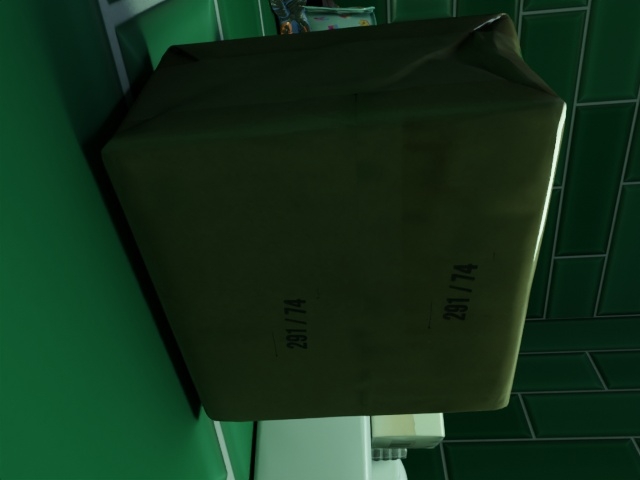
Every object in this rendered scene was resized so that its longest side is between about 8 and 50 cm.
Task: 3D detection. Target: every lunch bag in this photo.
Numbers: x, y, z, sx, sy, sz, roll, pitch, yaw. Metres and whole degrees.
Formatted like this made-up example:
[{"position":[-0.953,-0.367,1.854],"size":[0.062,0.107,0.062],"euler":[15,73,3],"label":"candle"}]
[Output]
[{"position":[0.040,-0.541,1.497],"size":[0.160,0.223,0.262],"euler":[91,-1,-56],"label":"lunch bag"}]

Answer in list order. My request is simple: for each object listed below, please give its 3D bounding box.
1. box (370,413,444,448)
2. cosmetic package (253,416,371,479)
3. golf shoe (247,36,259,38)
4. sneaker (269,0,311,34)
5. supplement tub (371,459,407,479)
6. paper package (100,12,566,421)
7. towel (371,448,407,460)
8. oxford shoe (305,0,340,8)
[{"position":[0.148,0.214,1.036],"size":[0.148,0.121,0.311],"euler":[84,6,-60],"label":"box"},{"position":[-0.002,0.231,0.921],"size":[0.230,0.161,0.453],"euler":[80,9,-56],"label":"cosmetic package"},{"position":[-0.063,-0.101,0.742],"size":[0.140,0.115,0.306],"euler":[-41,129,-88],"label":"golf shoe"},{"position":[-0.070,-0.506,1.167],"size":[0.221,0.083,0.087],"euler":[89,-13,-68],"label":"sneaker"},{"position":[0.078,0.572,1.239],"size":[0.228,0.228,0.316],"euler":[-88,173,-45],"label":"supplement tub"},{"position":[0.022,-0.001,0.491],"size":[0.168,0.309,0.325],"euler":[-87,171,-51],"label":"paper package"},{"position":[0.063,0.329,1.192],"size":[0.283,0.235,0.121],"euler":[-84,173,-56],"label":"towel"},{"position":[-0.021,-0.583,1.643],"size":[0.133,0.130,0.363],"euler":[36,49,-46],"label":"oxford shoe"}]
